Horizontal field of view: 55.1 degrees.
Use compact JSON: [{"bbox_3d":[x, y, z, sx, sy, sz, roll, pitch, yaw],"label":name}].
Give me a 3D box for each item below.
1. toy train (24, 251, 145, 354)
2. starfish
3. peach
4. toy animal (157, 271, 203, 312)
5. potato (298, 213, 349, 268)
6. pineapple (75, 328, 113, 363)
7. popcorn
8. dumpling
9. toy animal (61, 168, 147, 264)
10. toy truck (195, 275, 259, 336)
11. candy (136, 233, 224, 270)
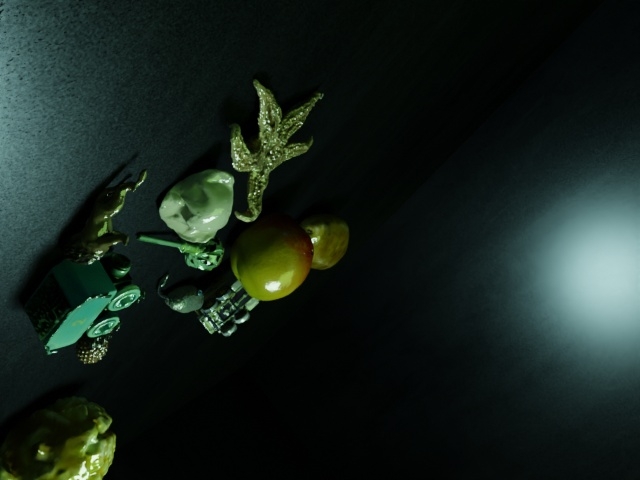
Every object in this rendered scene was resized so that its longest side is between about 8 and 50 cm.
[{"bbox_3d":[-0.433,0.108,1.115,0.203,0.112,0.163,-47,162,28],"label":"toy train"},{"bbox_3d":[-0.091,-0.193,1.161,0.302,0.060,0.299,-43,151,-48],"label":"starfish"},{"bbox_3d":[-0.129,0.042,1.642,0.231,0.231,0.231,-39,170,-9],"label":"peach"},{"bbox_3d":[-0.377,0.141,1.604,0.253,0.070,0.079,49,55,-68],"label":"toy animal"},{"bbox_3d":[0.000,0.000,2.083,0.196,0.176,0.369,-15,170,11],"label":"potato"},{"bbox_3d":[-0.510,0.221,1.395,0.074,0.074,0.159,-30,164,-46],"label":"pineapple"},{"bbox_3d":[-0.717,0.585,1.657,0.335,0.279,0.274,-50,-167,-20],"label":"popcorn"},{"bbox_3d":[-0.237,-0.069,1.157,0.134,0.099,0.169,1,159,-27],"label":"dumpling"},{"bbox_3d":[-0.333,-0.029,0.984,0.219,0.086,0.069,-49,-153,17],"label":"toy animal"},{"bbox_3d":[-0.253,0.148,1.811,0.272,0.124,0.157,-42,-147,-17],"label":"toy truck"},{"bbox_3d":[-0.307,0.015,1.325,0.091,0.083,0.305,-26,165,16],"label":"candy"}]
